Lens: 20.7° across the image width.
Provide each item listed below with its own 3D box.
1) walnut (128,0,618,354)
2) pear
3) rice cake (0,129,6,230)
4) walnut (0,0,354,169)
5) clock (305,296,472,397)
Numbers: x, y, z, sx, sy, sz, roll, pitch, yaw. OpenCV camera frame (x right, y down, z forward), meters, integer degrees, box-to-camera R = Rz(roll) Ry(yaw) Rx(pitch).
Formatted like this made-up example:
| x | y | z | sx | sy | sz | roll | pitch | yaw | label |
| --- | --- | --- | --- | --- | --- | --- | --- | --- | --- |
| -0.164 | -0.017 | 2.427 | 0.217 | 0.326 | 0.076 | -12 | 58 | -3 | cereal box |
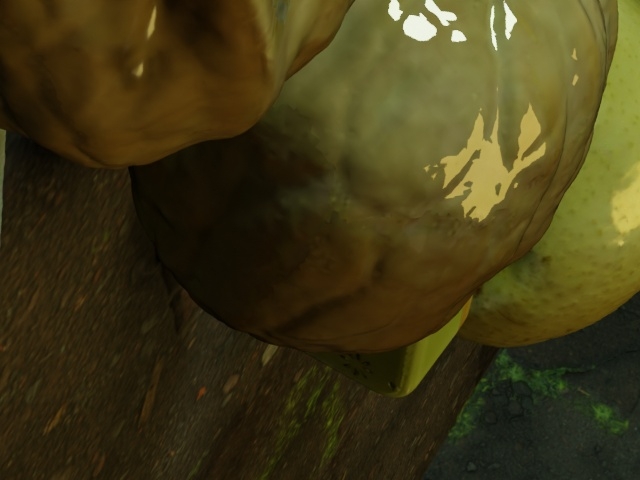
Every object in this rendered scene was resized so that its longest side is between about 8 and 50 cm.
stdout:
| x | y | z | sx | sy | sz | roll | pitch | yaw | label |
| --- | --- | --- | --- | --- | --- | --- | --- | --- | --- |
| 0.015 | -0.088 | 0.915 | 0.285 | 0.285 | 0.296 | 101 | -11 | -49 | walnut |
| 0.146 | -0.077 | 1.352 | 0.309 | 0.309 | 0.309 | -55 | 164 | -24 | pear |
| -0.195 | 0.013 | 0.834 | 0.124 | 0.038 | 0.211 | -52 | 163 | -35 | rice cake |
| -0.074 | -0.149 | 0.619 | 0.225 | 0.225 | 0.261 | -55 | 159 | -25 | walnut |
| 0.000 | 0.000 | 1.152 | 0.096 | 0.202 | 0.143 | -49 | 161 | -36 | clock |
